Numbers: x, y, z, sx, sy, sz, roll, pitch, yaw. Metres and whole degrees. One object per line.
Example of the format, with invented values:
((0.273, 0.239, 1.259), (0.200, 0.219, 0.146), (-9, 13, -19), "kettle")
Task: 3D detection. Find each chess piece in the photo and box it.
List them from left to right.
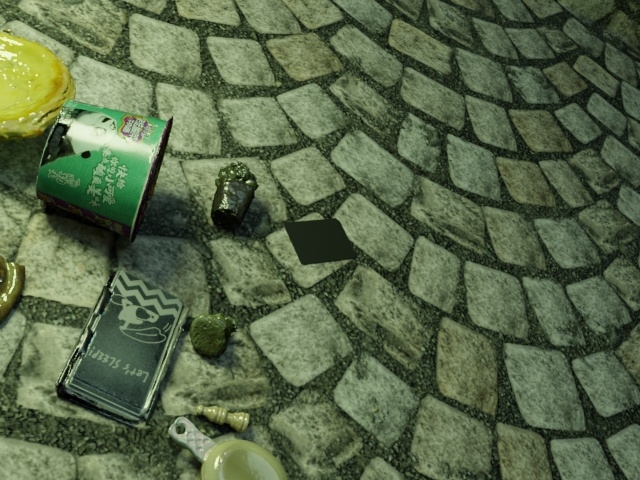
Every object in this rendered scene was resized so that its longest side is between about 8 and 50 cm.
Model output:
((-0.174, 0.308, 1.408), (0.092, 0.035, 0.035), (20, 47, -14), "chess piece")

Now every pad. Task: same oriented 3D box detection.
((0.000, 0.000, 1.789), (0.157, 0.003, 0.112), (-6, 60, -36), "pad")

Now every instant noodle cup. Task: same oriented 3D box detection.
((-0.400, -0.141, 1.482), (0.190, 0.251, 0.251), (18, 47, -9), "instant noodle cup")

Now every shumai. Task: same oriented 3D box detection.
((-0.200, 0.166, 1.494), (0.083, 0.082, 0.080), (48, 5, -9), "shumai")

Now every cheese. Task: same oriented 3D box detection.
((-0.158, 0.377, 1.340), (0.227, 0.064, 0.137), (39, 42, 1), "cheese")

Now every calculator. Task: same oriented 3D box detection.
((-0.337, 0.182, 1.406), (0.166, 0.028, 0.274), (29, 47, -15), "calculator")

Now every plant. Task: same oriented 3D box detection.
((-0.182, -0.098, 1.687), (0.092, 0.094, 0.143), (17, 52, -7), "plant")

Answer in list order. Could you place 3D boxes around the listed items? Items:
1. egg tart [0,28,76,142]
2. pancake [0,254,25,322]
((-0.617, -0.274, 1.506), (0.315, 0.120, 0.314), (11, 46, -11), "egg tart")
((-0.586, 0.037, 1.306), (0.235, 0.029, 0.212), (58, 35, -13), "pancake")
